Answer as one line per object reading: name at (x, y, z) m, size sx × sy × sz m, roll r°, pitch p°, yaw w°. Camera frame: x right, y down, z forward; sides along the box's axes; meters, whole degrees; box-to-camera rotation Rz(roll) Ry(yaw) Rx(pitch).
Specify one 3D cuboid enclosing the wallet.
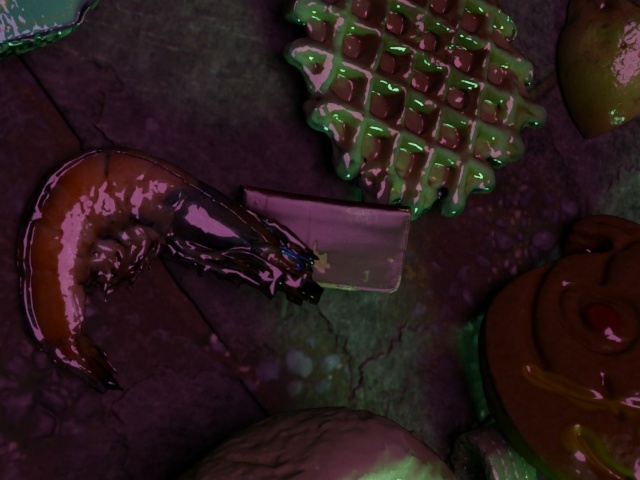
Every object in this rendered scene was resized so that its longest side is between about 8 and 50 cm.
wallet at (0.000, 0.000, 1.059) m, size 0.176 × 0.026 × 0.095 m, roll 5°, pitch 97°, yaw -14°

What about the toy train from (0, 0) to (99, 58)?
toy train at (-0.295, -0.233, 0.896) m, size 0.203 × 0.112 × 0.163 m, roll -22°, pitch 104°, yaw -26°

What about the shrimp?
shrimp at (-0.140, 0.043, 0.979) m, size 0.290 × 0.054 × 0.222 m, roll 20°, pitch 81°, yaw -16°

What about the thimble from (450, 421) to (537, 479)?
thimble at (0.186, 0.253, 1.132) m, size 0.062 × 0.084 × 0.110 m, roll -10°, pitch 105°, yaw -26°

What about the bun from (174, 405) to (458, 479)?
bun at (-0.028, 0.318, 0.937) m, size 0.349 × 0.227 × 0.352 m, roll 14°, pitch 84°, yaw -26°

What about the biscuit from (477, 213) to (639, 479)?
biscuit at (0.363, 0.111, 1.137) m, size 0.394 × 0.070 × 0.350 m, roll -15°, pitch 59°, yaw -12°

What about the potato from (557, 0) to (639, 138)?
potato at (0.335, -0.210, 1.234) m, size 0.149 × 0.081 × 0.120 m, roll 50°, pitch 66°, yaw -17°

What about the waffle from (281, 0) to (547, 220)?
waffle at (0.100, -0.179, 1.123) m, size 0.292 × 0.056 × 0.309 m, roll -35°, pitch 106°, yaw -25°
